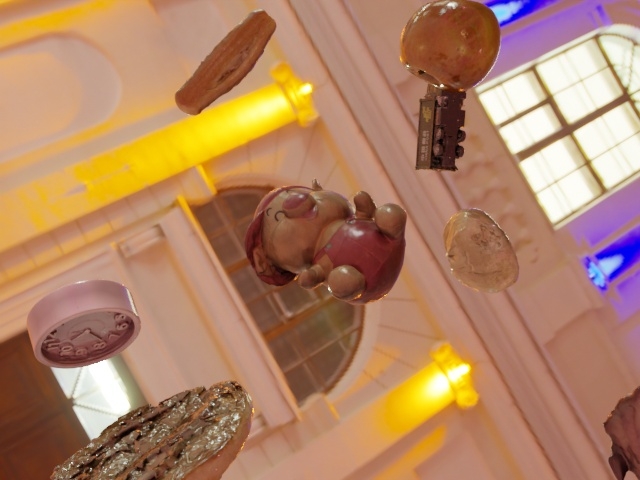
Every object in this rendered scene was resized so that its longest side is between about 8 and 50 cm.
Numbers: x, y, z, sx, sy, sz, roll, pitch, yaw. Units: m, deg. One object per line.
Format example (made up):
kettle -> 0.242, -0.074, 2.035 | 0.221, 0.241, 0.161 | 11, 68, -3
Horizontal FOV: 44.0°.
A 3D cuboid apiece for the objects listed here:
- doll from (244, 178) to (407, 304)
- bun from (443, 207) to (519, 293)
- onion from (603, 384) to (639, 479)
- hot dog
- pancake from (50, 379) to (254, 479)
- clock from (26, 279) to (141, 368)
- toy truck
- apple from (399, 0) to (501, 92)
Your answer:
doll -> 0.000, -0.003, 1.197 | 0.256, 0.196, 0.152 | 25, -54, 35
bun -> 0.364, 0.028, 1.871 | 0.220, 0.134, 0.220 | 56, -6, 9
onion -> 0.512, 0.235, 0.926 | 0.280, 0.146, 0.314 | 49, -40, 15
hot dog -> -0.096, -0.180, 0.817 | 0.044, 0.137, 0.028 | 39, -14, -5
pancake -> -0.273, 0.334, 1.175 | 0.071, 0.382, 0.382 | 60, -26, -11
clock -> -0.438, 0.158, 1.475 | 0.196, 0.197, 0.068 | 102, -33, -52
toy truck -> 0.318, -0.310, 2.064 | 0.121, 0.088, 0.258 | -169, -98, -67
apple -> 0.306, -0.464, 1.857 | 0.237, 0.207, 0.237 | 29, 0, 0
